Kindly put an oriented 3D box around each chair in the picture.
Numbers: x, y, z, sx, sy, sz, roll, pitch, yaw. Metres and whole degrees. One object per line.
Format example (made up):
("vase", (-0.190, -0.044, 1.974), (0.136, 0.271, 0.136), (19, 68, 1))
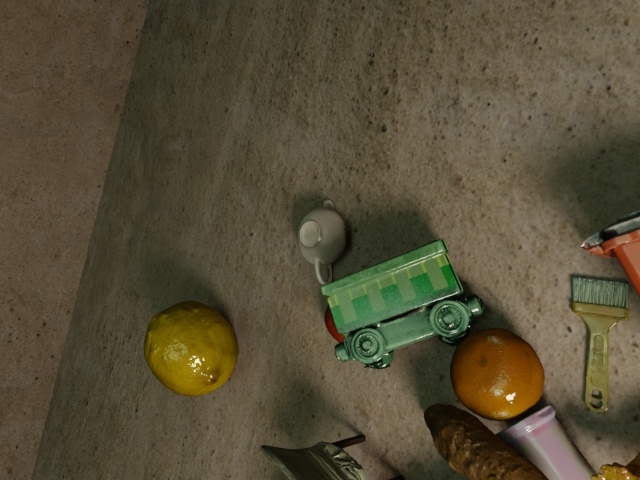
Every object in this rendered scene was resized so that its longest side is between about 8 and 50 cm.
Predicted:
("chair", (0.005, 0.487, 0.812), (0.160, 0.319, 0.186), (33, 98, 40))

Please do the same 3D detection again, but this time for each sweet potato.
("sweet potato", (0.247, 0.342, 0.700), (0.092, 0.114, 0.341), (-38, 17, -11))

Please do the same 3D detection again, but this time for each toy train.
("toy train", (0.157, 0.134, 0.853), (0.301, 0.120, 0.202), (-23, 68, 11))

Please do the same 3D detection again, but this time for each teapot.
("teapot", (0.000, 0.000, 1.085), (0.145, 0.092, 0.226), (-8, 78, 40))

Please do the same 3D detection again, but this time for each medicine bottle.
("medicine bottle", (0.427, 0.460, 0.611), (0.108, 0.108, 0.426), (-44, 57, 25))

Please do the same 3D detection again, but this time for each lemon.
("lemon", (-0.366, 0.306, 1.224), (0.284, 0.260, 0.260), (0, 81, 52))

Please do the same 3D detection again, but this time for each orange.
("orange", (0.306, 0.233, 0.747), (0.156, 0.124, 0.156), (-25, 45, 29))

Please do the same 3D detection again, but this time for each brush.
("brush", (0.456, 0.171, 0.705), (0.082, 0.010, 0.218), (2, 82, 41))

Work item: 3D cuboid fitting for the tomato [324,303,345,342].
("tomato", (0.076, 0.173, 0.984), (0.174, 0.082, 0.166), (-44, 57, 22))

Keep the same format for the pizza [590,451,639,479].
("pizza", (0.545, 0.299, 0.524), (0.365, 0.074, 0.182), (-5, 51, 37))

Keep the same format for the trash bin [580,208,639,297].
("trash bin", (0.504, 0.068, 0.594), (0.184, 0.161, 0.239), (-24, 69, 35))
